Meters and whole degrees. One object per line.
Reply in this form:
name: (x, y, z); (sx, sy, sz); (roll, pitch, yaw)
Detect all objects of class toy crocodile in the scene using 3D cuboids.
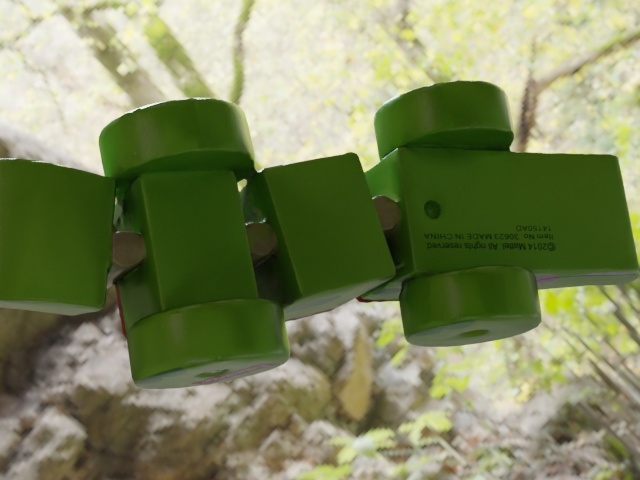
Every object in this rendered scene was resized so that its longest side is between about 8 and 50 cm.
toy crocodile: (0.000, 0.000, 0.583); (0.340, 0.115, 0.105); (-6, -13, -25)
